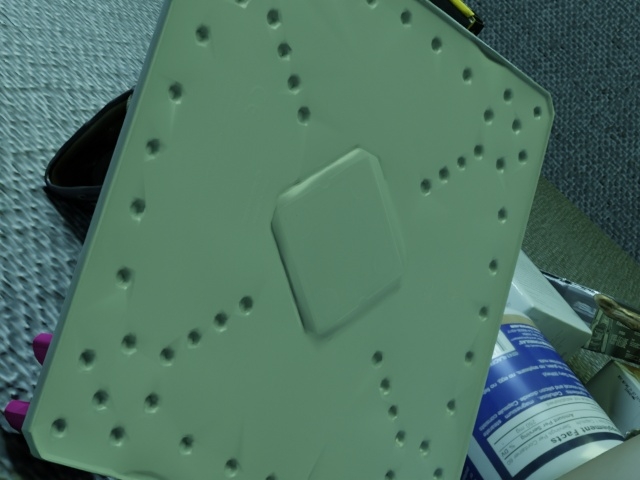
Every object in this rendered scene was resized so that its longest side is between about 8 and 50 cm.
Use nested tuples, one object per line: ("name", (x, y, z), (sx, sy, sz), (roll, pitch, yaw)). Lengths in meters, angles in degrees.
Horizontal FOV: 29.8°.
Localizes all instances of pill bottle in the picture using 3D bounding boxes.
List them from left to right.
("pill bottle", (0.196, 0.199, 1.102), (0.153, 0.153, 0.265), (25, 24, -45))

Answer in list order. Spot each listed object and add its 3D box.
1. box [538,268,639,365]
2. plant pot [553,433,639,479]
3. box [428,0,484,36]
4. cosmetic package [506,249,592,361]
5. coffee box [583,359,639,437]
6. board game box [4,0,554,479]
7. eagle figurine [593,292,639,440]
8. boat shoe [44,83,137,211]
("box", (0.331, 0.091, 1.662), (0.242, 0.076, 0.307), (23, 2, 37))
("plant pot", (0.154, 0.257, 0.641), (0.323, 0.280, 0.323), (36, 17, -13))
("box", (-0.013, -0.214, 1.377), (0.257, 0.322, 0.079), (45, 15, 8))
("cosmetic package", (0.171, 0.079, 1.351), (0.151, 0.151, 0.184), (23, 25, -49))
("coffee box", (0.457, 0.257, 1.638), (0.246, 0.098, 0.141), (21, 27, -50))
("board game box", (0.000, 0.000, 0.860), (0.050, 0.390, 0.390), (5, -15, 46))
("eagle figurine", (0.384, 0.223, 1.265), (0.225, 0.226, 0.298), (80, 21, -44))
("boat shoe", (-0.115, -0.089, 0.959), (0.092, 0.285, 0.103), (4, 68, -47))
